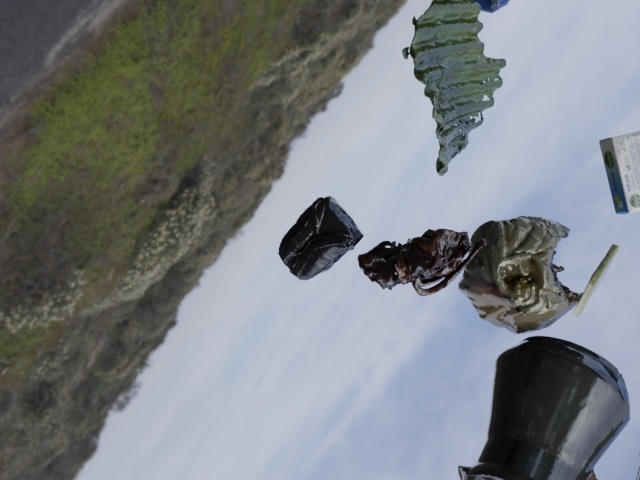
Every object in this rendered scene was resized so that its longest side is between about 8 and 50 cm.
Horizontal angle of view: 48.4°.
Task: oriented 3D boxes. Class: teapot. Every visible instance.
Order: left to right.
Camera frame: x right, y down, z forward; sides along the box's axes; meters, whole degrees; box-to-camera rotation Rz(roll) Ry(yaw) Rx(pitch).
[{"bbox_3d":[0.510,0.434,1.519,0.361,0.376,0.305,-59,161,-23],"label":"teapot"}]

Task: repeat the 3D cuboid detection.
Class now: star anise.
[{"bbox_3d":[0.184,0.046,1.378,0.220,0.190,0.125,162,-76,-63],"label":"star anise"}]

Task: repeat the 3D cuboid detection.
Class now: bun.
[{"bbox_3d":[0.432,0.079,1.576,0.281,0.281,0.205,-52,163,20],"label":"bun"}]

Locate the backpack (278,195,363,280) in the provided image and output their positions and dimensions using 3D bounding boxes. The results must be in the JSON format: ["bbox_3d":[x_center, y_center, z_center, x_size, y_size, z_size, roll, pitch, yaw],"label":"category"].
[{"bbox_3d":[-0.003,-0.002,1.376,0.165,0.120,0.106,-39,171,35],"label":"backpack"}]

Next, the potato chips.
[{"bbox_3d":[0.318,-0.370,1.673,0.097,0.373,0.389,2,-138,37],"label":"potato chips"}]

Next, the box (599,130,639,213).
[{"bbox_3d":[0.792,-0.174,1.769,0.139,0.194,0.073,-13,-178,-5],"label":"box"}]

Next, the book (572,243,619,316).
[{"bbox_3d":[0.433,0.062,1.121,0.111,0.014,0.077,-42,151,-36],"label":"book"}]

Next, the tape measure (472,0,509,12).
[{"bbox_3d":[0.362,-0.721,1.954,0.215,0.351,0.098,-38,147,-45],"label":"tape measure"}]
